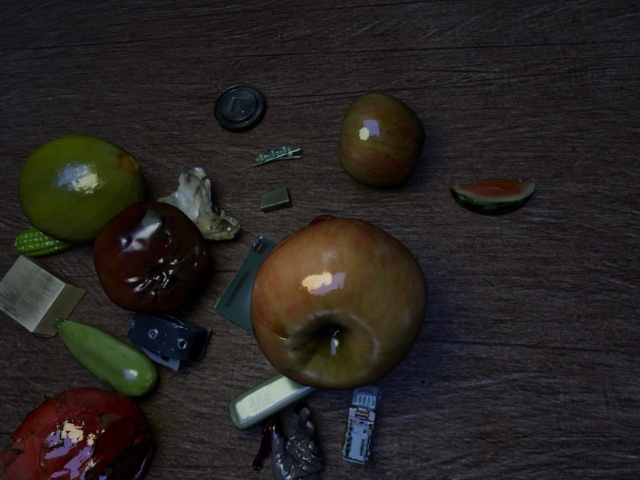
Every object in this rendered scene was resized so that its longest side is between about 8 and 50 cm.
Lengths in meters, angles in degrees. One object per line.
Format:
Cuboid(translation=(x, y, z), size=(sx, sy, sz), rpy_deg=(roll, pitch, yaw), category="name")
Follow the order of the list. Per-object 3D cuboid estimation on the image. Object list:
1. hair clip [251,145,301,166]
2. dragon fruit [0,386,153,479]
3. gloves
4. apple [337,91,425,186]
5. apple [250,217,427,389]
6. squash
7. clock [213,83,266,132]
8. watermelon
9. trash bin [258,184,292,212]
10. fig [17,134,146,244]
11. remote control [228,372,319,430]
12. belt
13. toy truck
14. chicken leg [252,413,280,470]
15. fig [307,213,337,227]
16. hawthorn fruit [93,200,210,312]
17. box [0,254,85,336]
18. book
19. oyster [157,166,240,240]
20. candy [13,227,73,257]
Cuboid(translation=(-0.145, -0.276, 1.337), size=(0.172, 0.049, 0.049), rpy_deg=(-11, 68, 6), category="hair clip")
Cuboid(translation=(-0.573, 0.508, 0.987), size=(0.301, 0.295, 0.296), rpy_deg=(12, 72, 0), category="dragon fruit")
Cuboid(translation=(-0.061, 0.531, 0.982), size=(0.142, 0.119, 0.286), rpy_deg=(9, 85, -3), category="gloves")
Cuboid(translation=(0.174, -0.281, 1.170), size=(0.233, 0.257, 0.257), rpy_deg=(20, 74, 13), category="apple")
Cuboid(translation=(0.044, 0.131, 0.946), size=(0.391, 0.392, 0.346), rpy_deg=(-2, 32, 8), category="apple")
Cuboid(translation=(-0.609, 0.321, 1.151), size=(0.370, 0.118, 0.118), rpy_deg=(22, 75, 18), category="squash")
Cuboid(translation=(-0.278, -0.456, 1.422), size=(0.184, 0.040, 0.185), rpy_deg=(-3, 69, 9), category="clock")
Cuboid(translation=(0.495, -0.132, 1.171), size=(0.245, 0.063, 0.119), rpy_deg=(-2, 56, 9), category="watermelon")
Cuboid(translation=(-0.141, -0.127, 1.278), size=(0.092, 0.043, 0.061), rpy_deg=(-15, 68, 7), category="trash bin")
Cuboid(translation=(-0.685, -0.157, 1.213), size=(0.343, 0.343, 0.343), rpy_deg=(-3, 69, 8), category="fig")
Cuboid(translation=(-0.085, 0.369, 1.034), size=(0.309, 0.038, 0.090), rpy_deg=(-27, 62, -9), category="remote control")
Cuboid(translation=(-0.431, 0.271, 1.135), size=(0.218, 0.122, 0.129), rpy_deg=(17, 84, 17), category="belt")
Cuboid(translation=(0.099, 0.433, 0.991), size=(0.080, 0.115, 0.178), rpy_deg=(8, 70, 12), category="toy truck")
Cuboid(translation=(-0.139, 0.472, 1.052), size=(0.093, 0.053, 0.205), rpy_deg=(-16, 58, 25), category="chicken leg")
Cuboid(translation=(0.005, -0.008, 1.164), size=(0.150, 0.128, 0.128), rpy_deg=(-21, 68, 0), category="fig")
Cuboid(translation=(-0.457, 0.036, 1.132), size=(0.308, 0.308, 0.325), rpy_deg=(-19, 30, 2), category="hawthorn fruit")
Cuboid(translation=(-0.867, 0.169, 1.258), size=(0.212, 0.095, 0.168), rpy_deg=(26, 74, 18), category="box")
Cuboid(translation=(-0.082, 0.170, 1.162), size=(0.379, 0.031, 0.264), rpy_deg=(25, 74, 17), category="book")
Cuboid(translation=(-0.379, -0.100, 1.270), size=(0.275, 0.100, 0.271), rpy_deg=(-23, 82, 31), category="oyster")
Cuboid(translation=(-0.863, -0.002, 1.325), size=(0.209, 0.097, 0.097), rpy_deg=(-10, 68, 0), category="candy")
